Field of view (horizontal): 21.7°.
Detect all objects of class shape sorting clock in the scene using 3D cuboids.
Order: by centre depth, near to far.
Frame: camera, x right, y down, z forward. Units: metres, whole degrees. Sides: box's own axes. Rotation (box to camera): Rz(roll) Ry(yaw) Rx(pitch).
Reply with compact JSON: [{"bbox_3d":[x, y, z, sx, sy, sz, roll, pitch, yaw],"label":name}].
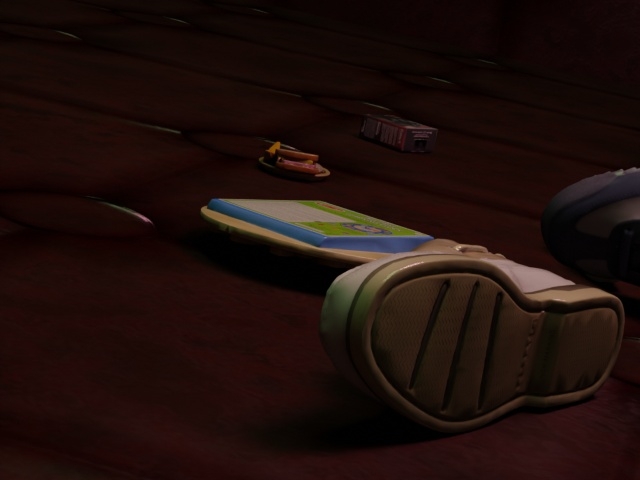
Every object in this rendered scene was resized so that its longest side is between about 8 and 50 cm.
[{"bbox_3d":[0.000,0.000,1.397,0.206,0.040,0.206,9,10,-1],"label":"shape sorting clock"}]

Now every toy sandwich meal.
[{"bbox_3d":[-0.027,-0.086,1.774,0.085,0.029,0.085,11,13,-2],"label":"toy sandwich meal"}]

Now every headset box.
[{"bbox_3d":[0.100,-0.133,2.092,0.083,0.032,0.062,21,15,41],"label":"headset box"}]

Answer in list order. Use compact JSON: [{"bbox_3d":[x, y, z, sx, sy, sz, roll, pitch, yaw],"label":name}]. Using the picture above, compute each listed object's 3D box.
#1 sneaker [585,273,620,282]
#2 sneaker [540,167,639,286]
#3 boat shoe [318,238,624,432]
[{"bbox_3d":[0.273,0.006,1.589,0.061,0.053,0.152,12,12,-12],"label":"sneaker"},{"bbox_3d":[0.343,0.015,1.420,0.319,0.112,0.131,2,40,13],"label":"sneaker"},{"bbox_3d":[0.084,0.057,1.091,0.103,0.113,0.302,19,4,36],"label":"boat shoe"}]
